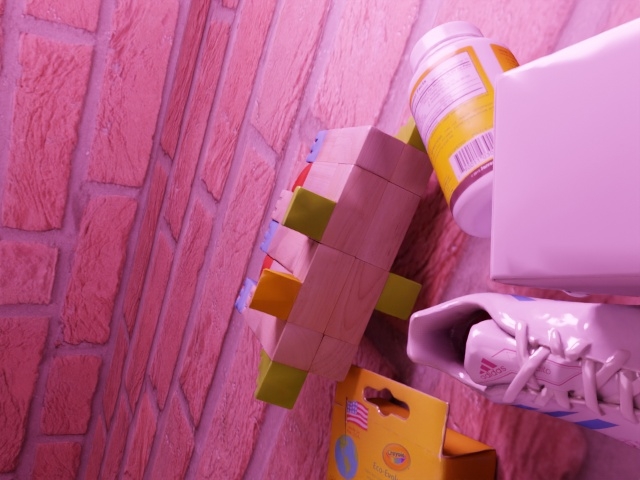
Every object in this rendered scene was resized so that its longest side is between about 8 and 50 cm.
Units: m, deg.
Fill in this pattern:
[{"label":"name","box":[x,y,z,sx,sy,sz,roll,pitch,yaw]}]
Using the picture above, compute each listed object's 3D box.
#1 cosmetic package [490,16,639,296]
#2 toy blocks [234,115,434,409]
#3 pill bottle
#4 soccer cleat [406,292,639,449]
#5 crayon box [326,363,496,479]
[{"label":"cosmetic package","box":[0.287,-0.045,0.275,0.366,0.197,0.155,-6,79,57]},{"label":"toy blocks","box":[0.000,0.000,0.767,0.381,0.191,0.261,-67,20,1]},{"label":"pill bottle","box":[0.160,-0.118,0.569,0.117,0.117,0.214,-48,46,44]},{"label":"soccer cleat","box":[0.202,0.102,0.435,0.331,0.143,0.115,-3,82,58]},{"label":"crayon box","box":[0.089,0.313,0.643,0.202,0.081,0.318,6,90,59]}]
